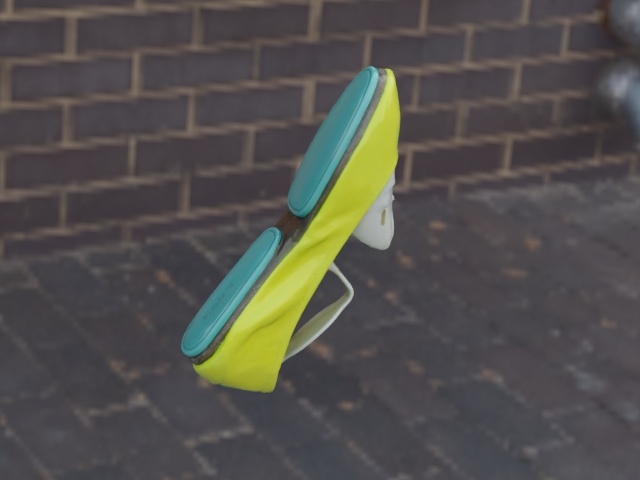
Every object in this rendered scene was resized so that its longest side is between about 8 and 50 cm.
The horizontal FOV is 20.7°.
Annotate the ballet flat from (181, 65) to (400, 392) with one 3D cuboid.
[{"bbox_3d":[0.000,0.000,1.116,0.077,0.231,0.077,31,8,-18],"label":"ballet flat"}]
